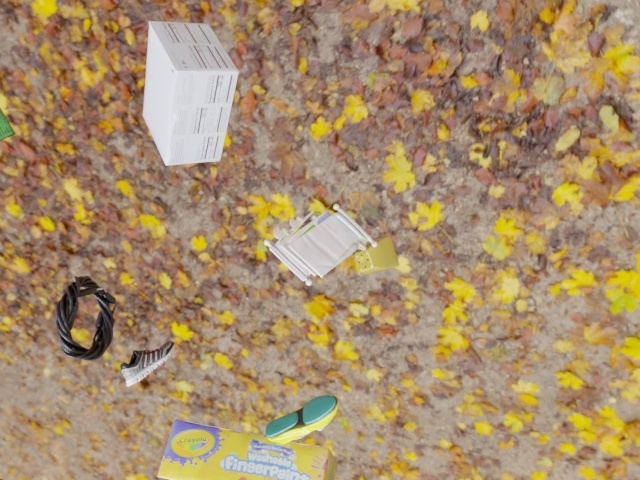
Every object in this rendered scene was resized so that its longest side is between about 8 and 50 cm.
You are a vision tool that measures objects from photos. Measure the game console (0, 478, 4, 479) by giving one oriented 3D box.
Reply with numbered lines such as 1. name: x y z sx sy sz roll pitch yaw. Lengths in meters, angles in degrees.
1. game console: -0.845 0.709 1.095 0.386 0.342 0.060 -7 167 -9

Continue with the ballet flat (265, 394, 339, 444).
1. ballet flat: -0.035 0.464 1.337 0.231 0.077 0.077 -30 120 19

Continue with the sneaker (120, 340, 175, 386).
1. sneaker: -0.476 0.320 1.432 0.063 0.170 0.075 -24 102 50

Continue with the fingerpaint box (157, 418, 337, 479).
1. fingerpaint box: -0.189 0.674 1.533 0.444 0.163 0.371 7 152 9

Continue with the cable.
1. cable: -0.486 0.161 1.088 0.047 0.185 0.151 -10 128 12

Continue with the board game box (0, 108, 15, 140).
1. board game box: -0.470 -0.211 0.574 0.030 0.136 0.260 4 124 33

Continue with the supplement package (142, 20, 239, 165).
1. supplement package: -0.319 -0.347 1.244 0.204 0.145 0.262 58 143 30

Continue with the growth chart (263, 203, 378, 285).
1. growth chart: 0.000 0.000 1.228 0.172 0.237 0.021 50 150 17

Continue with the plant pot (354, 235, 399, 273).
1. plant pot: 0.131 0.042 1.305 0.081 0.083 0.081 -21 86 46
